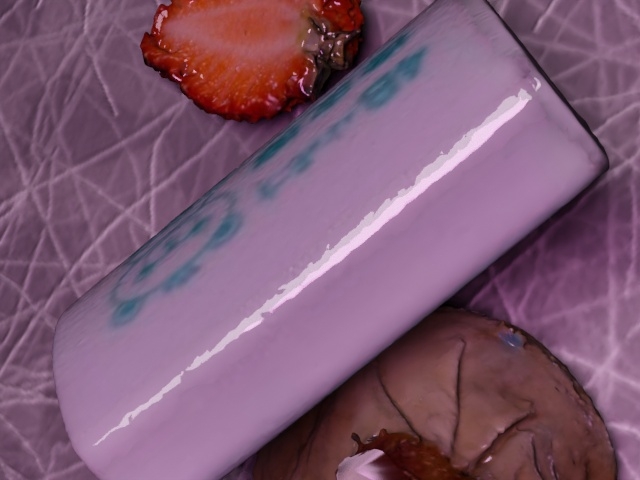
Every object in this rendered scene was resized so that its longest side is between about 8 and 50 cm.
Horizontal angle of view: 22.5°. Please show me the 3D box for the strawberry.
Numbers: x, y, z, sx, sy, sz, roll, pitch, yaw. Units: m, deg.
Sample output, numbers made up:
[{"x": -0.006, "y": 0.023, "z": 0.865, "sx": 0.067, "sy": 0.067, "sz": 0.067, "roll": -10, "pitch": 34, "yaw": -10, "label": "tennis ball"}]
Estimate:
[{"x": -0.036, "y": -0.118, "z": 0.934, "sx": 0.152, "sy": 0.048, "sz": 0.104, "roll": 12, "pitch": 89, "yaw": 39, "label": "strawberry"}]

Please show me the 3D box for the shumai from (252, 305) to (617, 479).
[{"x": 0.042, "y": 0.126, "z": 0.805, "sx": 0.201, "sy": 0.120, "sz": 0.201, "roll": -4, "pitch": 79, "yaw": 20, "label": "shumai"}]

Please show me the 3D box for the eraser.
[{"x": 0.000, "y": 0.000, "z": 0.826, "sx": 0.290, "sy": 0.104, "sz": 0.189, "roll": -39, "pitch": 26, "yaw": 8, "label": "eraser"}]
